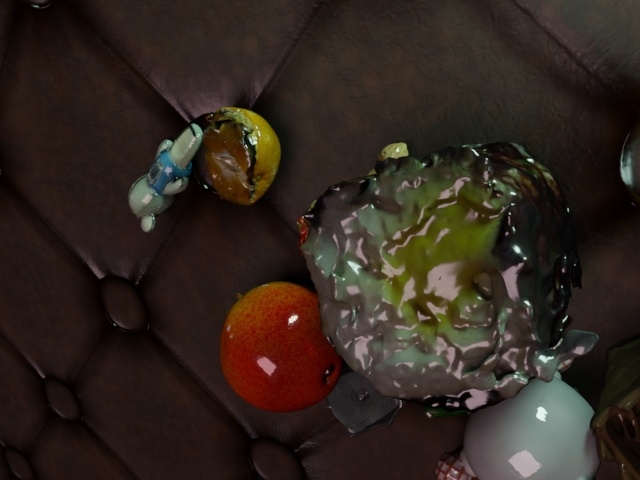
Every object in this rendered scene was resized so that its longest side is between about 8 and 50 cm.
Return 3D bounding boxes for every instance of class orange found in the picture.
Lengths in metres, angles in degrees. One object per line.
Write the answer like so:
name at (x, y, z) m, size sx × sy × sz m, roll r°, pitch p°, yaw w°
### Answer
orange at (-0.123, -0.140, 0.917) m, size 0.170 × 0.112 × 0.160 m, roll 19°, pitch 134°, yaw 59°

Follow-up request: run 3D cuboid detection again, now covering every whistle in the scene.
whistle at (-0.279, -0.119, 1.040) m, size 0.235 × 0.077 × 0.114 m, roll -45°, pitch 59°, yaw 30°

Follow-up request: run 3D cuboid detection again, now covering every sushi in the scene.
sushi at (0.163, 0.032, 0.699) m, size 0.281 × 0.294 × 0.300 m, roll -22°, pitch 88°, yaw 29°

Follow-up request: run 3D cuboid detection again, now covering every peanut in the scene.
peanut at (0.097, -0.099, 0.849) m, size 0.053 × 0.054 × 0.113 m, roll 35°, pitch 128°, yaw 10°

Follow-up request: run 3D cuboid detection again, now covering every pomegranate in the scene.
pomegranate at (-0.077, 0.176, 0.985) m, size 0.256 × 0.220 × 0.221 m, roll 29°, pitch 128°, yaw 48°

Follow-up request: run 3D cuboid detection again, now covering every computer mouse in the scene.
computer mouse at (0.087, 0.269, 1.019) m, size 0.126 × 0.071 × 0.231 m, roll 57°, pitch 135°, yaw 11°

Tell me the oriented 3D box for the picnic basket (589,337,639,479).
picnic basket at (0.475, 0.238, 0.639) m, size 0.254 × 0.321 × 0.291 m, roll 47°, pitch 128°, yaw -2°

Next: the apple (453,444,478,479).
apple at (0.273, 0.403, 0.921) m, size 0.155 × 0.158 × 0.147 m, roll 4°, pitch 113°, yaw 31°

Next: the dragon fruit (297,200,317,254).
dragon fruit at (0.000, 0.000, 0.935) m, size 0.106 × 0.083 × 0.162 m, roll 41°, pitch 128°, yaw 9°

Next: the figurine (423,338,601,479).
figurine at (0.247, 0.237, 0.832) m, size 0.370 × 0.167 × 0.281 m, roll 42°, pitch 94°, yaw 29°
